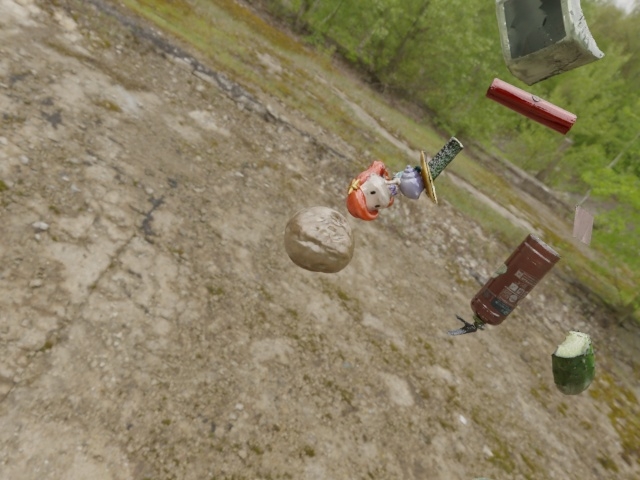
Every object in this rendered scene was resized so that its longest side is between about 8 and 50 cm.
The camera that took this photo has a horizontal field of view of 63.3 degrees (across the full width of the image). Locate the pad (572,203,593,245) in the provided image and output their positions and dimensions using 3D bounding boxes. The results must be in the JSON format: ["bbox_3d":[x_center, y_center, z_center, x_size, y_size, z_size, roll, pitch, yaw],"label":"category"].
[{"bbox_3d":[0.922,-0.052,1.821,0.006,0.113,0.188,4,-8,45],"label":"pad"}]

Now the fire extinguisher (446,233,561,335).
[{"bbox_3d":[0.473,0.136,1.382,0.138,0.344,0.102,27,19,-31],"label":"fire extinguisher"}]

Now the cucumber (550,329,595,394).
[{"bbox_3d":[0.943,0.487,1.918,0.105,0.145,0.325,29,-28,46],"label":"cucumber"}]

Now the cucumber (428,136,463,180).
[{"bbox_3d":[0.382,-0.251,1.673,0.058,0.187,0.058,38,10,-8],"label":"cucumber"}]

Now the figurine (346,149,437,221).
[{"bbox_3d":[0.209,-0.161,1.572,0.181,0.257,0.208,52,30,-59],"label":"figurine"}]

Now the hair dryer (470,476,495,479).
[{"bbox_3d":[0.455,0.710,1.329,0.267,0.092,0.229,50,-23,-3],"label":"hair dryer"}]

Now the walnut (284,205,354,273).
[{"bbox_3d":[-0.001,0.000,1.856,0.274,0.226,0.273,21,-14,5],"label":"walnut"}]

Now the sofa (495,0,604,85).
[{"bbox_3d":[0.581,-0.546,1.327,0.176,0.210,0.225,2,77,-44],"label":"sofa"}]

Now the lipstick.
[{"bbox_3d":[0.654,-0.421,1.625,0.280,0.073,0.073,29,20,9],"label":"lipstick"}]
